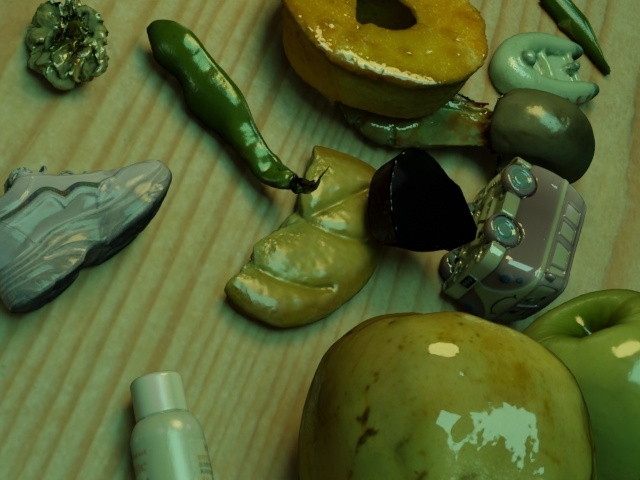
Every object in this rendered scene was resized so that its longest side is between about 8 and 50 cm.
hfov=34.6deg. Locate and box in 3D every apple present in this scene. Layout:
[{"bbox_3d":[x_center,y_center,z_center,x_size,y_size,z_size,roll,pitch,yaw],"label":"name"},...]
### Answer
[{"bbox_3d":[0.364,0.193,1.273,0.279,0.279,0.279,13,59,-23],"label":"apple"}]

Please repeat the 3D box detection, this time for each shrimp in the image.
[{"bbox_3d":[0.162,-0.190,1.493,0.294,0.062,0.154,8,55,-24],"label":"shrimp"}]

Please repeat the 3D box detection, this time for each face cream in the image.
[{"bbox_3d":[-0.147,0.266,1.061,0.081,0.082,0.269,-3,65,-30],"label":"face cream"}]

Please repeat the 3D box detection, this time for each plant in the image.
[{"bbox_3d":[-0.302,-0.247,1.229,0.104,0.122,0.117,-23,84,-24],"label":"plant"}]

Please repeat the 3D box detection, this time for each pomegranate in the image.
[{"bbox_3d":[0.126,0.232,1.088,0.332,0.332,0.333,13,59,-23],"label":"pomegranate"}]

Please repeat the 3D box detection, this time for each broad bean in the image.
[{"bbox_3d":[-0.112,-0.168,1.300,0.318,0.098,0.056,42,43,12],"label":"broad bean"}]

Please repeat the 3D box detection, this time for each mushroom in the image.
[{"bbox_3d":[0.331,-0.145,1.491,0.188,0.117,0.141,24,72,-40],"label":"mushroom"}]

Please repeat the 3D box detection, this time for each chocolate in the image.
[{"bbox_3d":[0.117,-0.030,1.320,0.149,0.080,0.125,46,60,-15],"label":"chocolate"}]

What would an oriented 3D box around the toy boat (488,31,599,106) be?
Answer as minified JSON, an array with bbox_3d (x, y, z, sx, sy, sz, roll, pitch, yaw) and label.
[{"bbox_3d":[0.363,-0.276,1.640,0.207,0.079,0.134,-2,69,-32],"label":"toy boat"}]

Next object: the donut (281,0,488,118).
[{"bbox_3d":[0.078,-0.287,1.434,0.302,0.110,0.303,11,49,-13],"label":"donut"}]

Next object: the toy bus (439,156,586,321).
[{"bbox_3d":[0.262,0.007,1.389,0.142,0.142,0.203,33,53,-10],"label":"toy bus"}]

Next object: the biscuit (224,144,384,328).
[{"bbox_3d":[0.003,0.004,1.308,0.154,0.045,0.299,37,53,-9],"label":"biscuit"}]

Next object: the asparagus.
[{"bbox_3d":[0.443,-0.358,1.751,0.045,0.041,0.178,-40,89,-30],"label":"asparagus"}]

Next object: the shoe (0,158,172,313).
[{"bbox_3d":[-0.280,-0.035,1.139,0.138,0.095,0.245,49,59,-1],"label":"shoe"}]
